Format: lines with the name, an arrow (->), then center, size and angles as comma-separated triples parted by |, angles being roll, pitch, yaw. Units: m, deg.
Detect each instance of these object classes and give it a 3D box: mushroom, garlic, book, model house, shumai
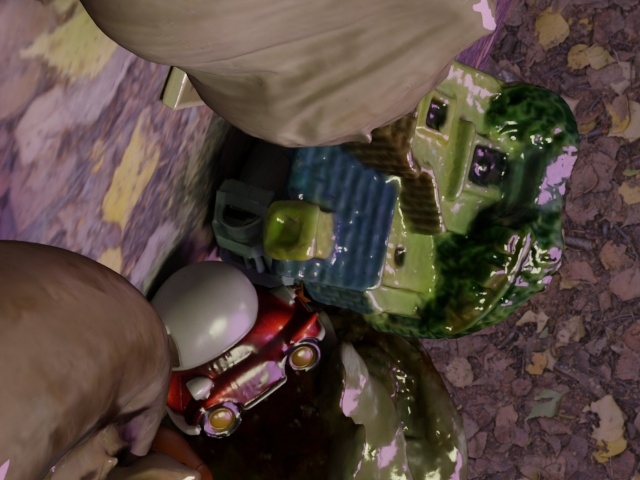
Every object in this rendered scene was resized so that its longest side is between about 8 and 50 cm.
mushroom -> -0.134, 0.112, 0.406 | 0.226, 0.178, 0.226 | -55, 174, -9
garlic -> -0.029, -0.137, 0.436 | 0.143, 0.178, 0.229 | -22, 125, -30
book -> -0.063, -0.136, 0.665 | 0.111, 0.014, 0.077 | -68, 170, 14
model house -> 0.053, -0.036, 0.780 | 0.189, 0.195, 0.214 | 16, 88, -44
shumai -> -0.049, 0.210, 1.059 | 0.288, 0.330, 0.291 | -25, 104, -48

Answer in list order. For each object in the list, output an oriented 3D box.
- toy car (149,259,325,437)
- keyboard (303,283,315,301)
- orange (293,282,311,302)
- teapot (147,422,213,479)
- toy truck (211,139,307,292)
toy car -> -0.077, 0.066, 0.811 | 0.139, 0.112, 0.112 | -31, 123, -7
keyboard -> 0.000, 0.000, 1.114 | 0.010, 0.064, 0.198 | -31, 139, -30
orange -> 0.014, 0.024, 1.259 | 0.170, 0.112, 0.160 | -57, 176, 28
teapot -> -0.135, 0.212, 0.866 | 0.116, 0.116, 0.173 | -59, 169, -37
toy truck -> -0.006, -0.061, 0.925 | 0.256, 0.108, 0.140 | -56, 154, -34
